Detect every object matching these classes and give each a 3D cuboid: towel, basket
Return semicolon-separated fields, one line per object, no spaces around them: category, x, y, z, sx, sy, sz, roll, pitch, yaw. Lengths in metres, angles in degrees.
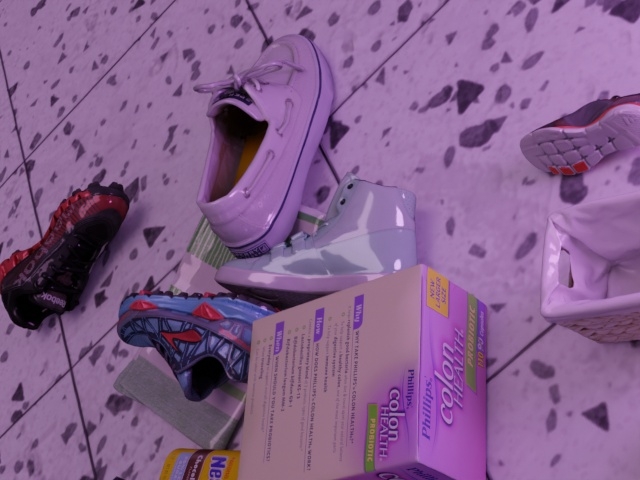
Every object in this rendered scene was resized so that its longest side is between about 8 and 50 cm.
towel;-0.126;0.084;1.639;0.248;0.038;0.325;22;82;49
basket;0.301;0.027;1.187;0.167;0.103;0.113;-14;57;41

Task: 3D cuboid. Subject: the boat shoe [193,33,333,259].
boat shoe;-0.092;-0.159;1.633;0.136;0.156;0.367;-12;47;32

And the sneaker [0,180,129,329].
sneaker;-0.371;0.031;1.878;0.276;0.098;0.135;-41;42;23

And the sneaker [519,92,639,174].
sneaker;0.285;-0.116;1.347;0.158;0.061;0.065;-13;30;40

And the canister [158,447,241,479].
canister;-0.113;0.298;1.462;0.170;0.073;0.126;-8;60;45

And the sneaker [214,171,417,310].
sneaker;0.001;0.000;1.502;0.256;0.094;0.151;-2;68;27

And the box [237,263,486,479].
box;0.044;0.170;1.349;0.243;0.117;0.213;-21;52;37

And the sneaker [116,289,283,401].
sneaker;-0.162;0.128;1.549;0.262;0.104;0.125;-4;68;43

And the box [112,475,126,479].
box;-0.235;0.405;1.418;0.183;0.059;0.232;-47;38;12
